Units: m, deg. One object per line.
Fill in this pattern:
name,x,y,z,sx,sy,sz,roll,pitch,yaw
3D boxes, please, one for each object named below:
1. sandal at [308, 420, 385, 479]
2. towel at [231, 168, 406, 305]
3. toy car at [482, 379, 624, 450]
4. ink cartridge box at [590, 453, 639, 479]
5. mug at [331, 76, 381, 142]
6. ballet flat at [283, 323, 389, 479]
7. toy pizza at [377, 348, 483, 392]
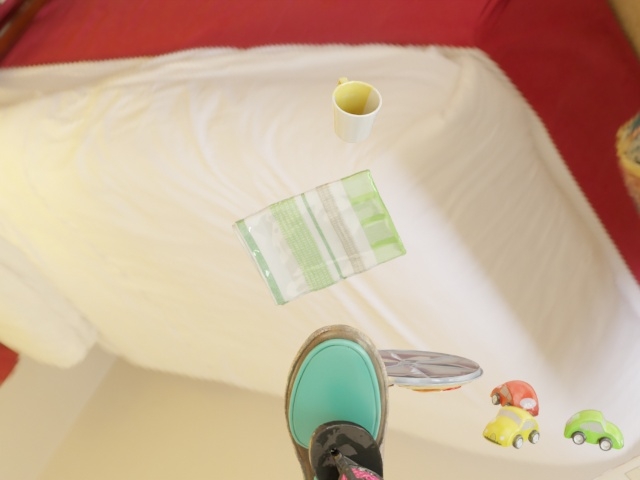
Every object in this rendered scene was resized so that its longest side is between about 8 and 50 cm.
sandal,0.039,0.249,1.034,0.040,0.067,0.179,-126,17,-66
towel,0.000,0.000,1.101,0.152,0.023,0.113,-22,121,11
toy car,0.385,0.290,1.759,0.225,0.053,0.239,11,-166,11
ink cartridge box,0.413,0.233,0.793,0.308,0.385,0.091,-128,18,-61
mug,0.044,-0.162,1.358,0.062,0.078,0.064,12,142,4
ballet flat,0.021,0.197,1.117,0.107,0.106,0.316,5,121,7
toy pizza,0.118,0.180,1.449,0.201,0.032,0.201,2,-175,0
